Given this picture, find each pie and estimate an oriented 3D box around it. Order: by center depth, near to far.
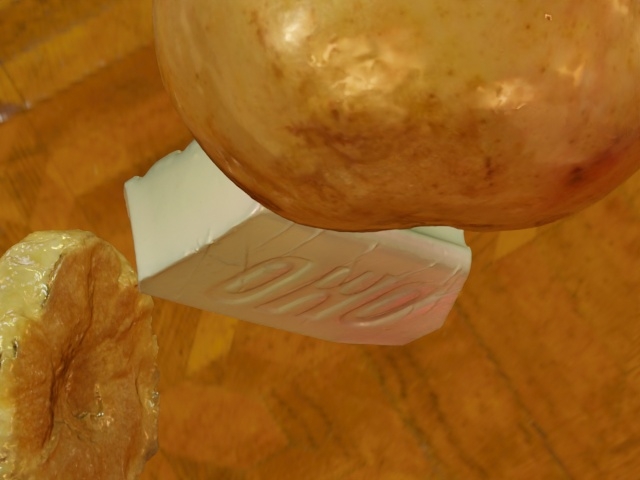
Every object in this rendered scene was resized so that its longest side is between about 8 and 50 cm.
[{"bbox_3d":[-0.262,0.146,1.764,0.083,0.339,0.339,-3,71,27],"label":"pie"}]

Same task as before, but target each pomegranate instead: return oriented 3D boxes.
[{"bbox_3d":[0.067,-0.163,1.035,0.338,0.338,0.338,1,74,-4],"label":"pomegranate"}]

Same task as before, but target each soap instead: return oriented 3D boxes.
[{"bbox_3d":[0.000,0.000,1.605,0.347,0.208,0.115,17,57,-43],"label":"soap"}]
